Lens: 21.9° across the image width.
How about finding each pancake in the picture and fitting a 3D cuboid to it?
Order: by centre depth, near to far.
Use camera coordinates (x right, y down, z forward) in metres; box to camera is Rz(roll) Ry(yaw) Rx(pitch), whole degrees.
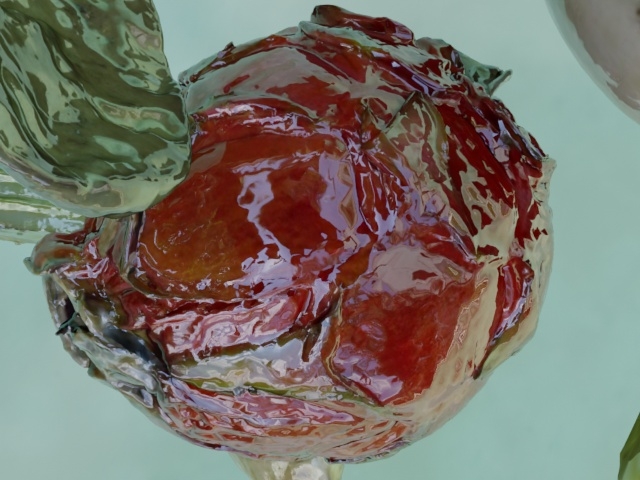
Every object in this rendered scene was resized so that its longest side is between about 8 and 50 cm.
[{"bbox_3d":[-0.146,-0.110,0.706,0.050,0.242,0.242,-35,105,20],"label":"pancake"}]

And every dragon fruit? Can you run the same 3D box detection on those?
[{"bbox_3d":[0.000,0.000,1.029,0.342,0.277,0.277,-42,108,-26],"label":"dragon fruit"}]

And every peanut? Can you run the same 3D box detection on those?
[{"bbox_3d":[-0.033,0.180,1.585,0.122,0.253,0.137,-25,95,-7],"label":"peanut"}]

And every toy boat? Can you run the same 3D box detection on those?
[{"bbox_3d":[-0.273,-0.040,1.409,0.276,0.111,0.084,13,80,7],"label":"toy boat"}]

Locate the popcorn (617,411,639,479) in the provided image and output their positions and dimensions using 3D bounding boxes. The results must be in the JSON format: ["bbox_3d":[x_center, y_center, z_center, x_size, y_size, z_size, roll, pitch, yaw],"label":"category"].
[{"bbox_3d":[0.162,0.077,0.344,0.192,0.233,0.266,5,134,45],"label":"popcorn"}]

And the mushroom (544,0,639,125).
[{"bbox_3d":[0.315,-0.216,1.042,0.362,0.362,0.295,8,149,2],"label":"mushroom"}]
